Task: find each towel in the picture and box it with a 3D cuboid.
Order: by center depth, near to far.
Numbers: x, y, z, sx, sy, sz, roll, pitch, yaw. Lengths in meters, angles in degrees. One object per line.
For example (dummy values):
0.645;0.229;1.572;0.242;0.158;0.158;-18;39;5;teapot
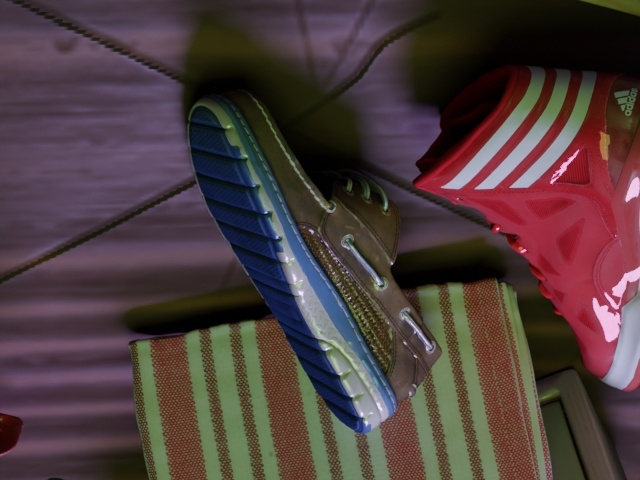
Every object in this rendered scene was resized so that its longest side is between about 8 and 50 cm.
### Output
0.012;0.103;0.883;0.197;0.144;0.029;-10;172;-1;towel

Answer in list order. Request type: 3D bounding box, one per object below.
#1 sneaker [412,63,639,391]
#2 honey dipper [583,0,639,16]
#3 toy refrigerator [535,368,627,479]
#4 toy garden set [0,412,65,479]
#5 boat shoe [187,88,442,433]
0.112;-0.014;0.846;0.128;0.087;0.221;17;145;12;sneaker
0.100;-0.112;0.773;0.161;0.030;0.030;10;129;-25;honey dipper
0.035;0.174;0.964;0.270;0.102;0.094;-22;132;9;toy refrigerator
-0.236;0.146;0.831;0.244;0.203;0.049;-16;135;-10;toy garden set
0.000;0.000;0.828;0.066;0.066;0.183;-36;120;-19;boat shoe
